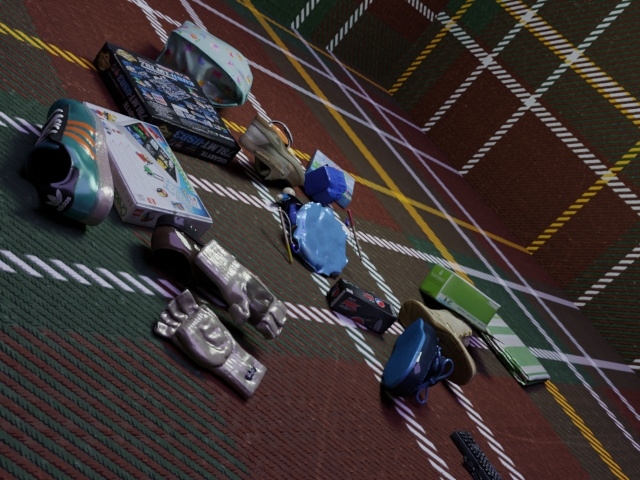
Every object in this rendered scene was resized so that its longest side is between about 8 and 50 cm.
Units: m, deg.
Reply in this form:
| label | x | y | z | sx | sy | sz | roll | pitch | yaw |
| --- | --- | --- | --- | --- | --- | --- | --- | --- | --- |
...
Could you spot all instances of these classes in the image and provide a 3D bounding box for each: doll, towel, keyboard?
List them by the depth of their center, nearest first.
| label | x | y | z | sx | sy | sz | roll | pitch | yaw |
| --- | --- | --- | --- | --- | --- | --- | --- | --- | --- |
| keyboard | 0.340 | 0.477 | 1.575 | 0.108 | 0.023 | 0.180 | 14 | 33 | -52 |
| doll | -0.066 | -0.078 | 1.909 | 0.129 | 0.046 | 0.189 | 30 | 24 | -32 |
| towel | 0.562 | 0.308 | 2.307 | 0.325 | 0.038 | 0.247 | 51 | 21 | 27 |

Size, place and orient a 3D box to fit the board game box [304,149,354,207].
| label | x | y | z | sx | sy | sz | roll | pitch | yaw |
| --- | --- | --- | --- | --- | --- | --- | --- | --- | --- |
| board game box | 0.031 | -0.194 | 2.332 | 0.160 | 0.039 | 0.211 | 38 | 20 | -10 |

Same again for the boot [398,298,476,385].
| label | x | y | z | sx | sy | sz | roll | pitch | yaw |
| --- | --- | --- | --- | --- | --- | --- | --- | --- | --- |
| boot | 0.333 | 0.261 | 1.893 | 0.203 | 0.095 | 0.262 | 18 | 24 | -49 |

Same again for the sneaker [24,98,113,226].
| label | x | y | z | sx | sy | sz | roll | pitch | yaw |
| --- | --- | --- | --- | --- | --- | --- | --- | --- | --- |
| sneaker | -0.443 | -0.158 | 1.288 | 0.121 | 0.108 | 0.302 | 27 | 26 | -46 |

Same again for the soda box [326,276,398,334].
| label | x | y | z | sx | sy | sz | roll | pitch | yaw |
| --- | --- | --- | --- | --- | --- | --- | --- | --- | --- |
| soda box | 0.096 | 0.152 | 1.725 | 0.168 | 0.060 | 0.053 | 29 | 23 | -30 |

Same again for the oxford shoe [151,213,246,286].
| label | x | y | z | sx | sy | sz | roll | pitch | yaw |
| --- | --- | --- | --- | --- | --- | --- | --- | --- | --- |
| oxford shoe | -0.215 | 0.055 | 1.353 | 0.227 | 0.082 | 0.096 | 35 | 45 | -26 |

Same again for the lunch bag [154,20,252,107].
| label | x | y | z | sx | sy | sz | roll | pitch | yaw |
| --- | --- | --- | --- | --- | --- | --- | --- | --- | --- |
| lunch bag | -0.313 | -0.478 | 2.101 | 0.262 | 0.160 | 0.223 | 31 | 21 | -13 |

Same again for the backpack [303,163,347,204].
| label | x | y | z | sx | sy | sz | roll | pitch | yaw |
| --- | --- | --- | --- | --- | --- | --- | --- | --- | --- |
| backpack | 0.017 | -0.155 | 2.152 | 0.120 | 0.097 | 0.101 | 3 | 72 | -60 |

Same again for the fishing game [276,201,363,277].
| label | x | y | z | sx | sy | sz | roll | pitch | yaw |
| --- | --- | --- | --- | --- | --- | --- | --- | --- | --- |
| fishing game | 0.000 | 0.000 | 1.817 | 0.264 | 0.041 | 0.189 | -6 | 76 | -48 |

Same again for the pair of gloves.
| label | x | y | z | sx | sy | sz | roll | pitch | yaw |
| --- | --- | --- | --- | --- | --- | --- | --- | --- | --- |
| pair of gloves | -0.159 | 0.129 | 1.272 | 0.204 | 0.042 | 0.240 | 41 | 37 | -16 |

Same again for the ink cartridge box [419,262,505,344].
| label | x | y | z | sx | sy | sz | roll | pitch | yaw |
| --- | --- | --- | --- | --- | --- | --- | --- | --- | --- |
| ink cartridge box | 0.416 | 0.175 | 2.095 | 0.188 | 0.097 | 0.255 | 35 | -1 | -19 |

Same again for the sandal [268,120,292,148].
| label | x | y | z | sx | sy | sz | roll | pitch | yaw |
| --- | --- | --- | --- | --- | --- | --- | --- | --- | --- |
| sandal | -0.125 | -0.302 | 2.206 | 0.102 | 0.076 | 0.265 | 39 | 20 | -10 |

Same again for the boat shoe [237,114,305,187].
| label | x | y | z | sx | sy | sz | roll | pitch | yaw |
| --- | --- | --- | --- | --- | --- | --- | --- | --- | --- |
| boat shoe | -0.130 | -0.211 | 1.963 | 0.109 | 0.098 | 0.302 | 42 | -6 | 27 |

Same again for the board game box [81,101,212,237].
| label | x | y | z | sx | sy | sz | roll | pitch | yaw |
| --- | --- | --- | --- | --- | --- | --- | --- | --- | --- |
| board game box | -0.355 | -0.141 | 1.493 | 0.193 | 0.053 | 0.305 | 15 | 34 | -50 |

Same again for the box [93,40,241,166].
| label | x | y | z | sx | sy | sz | roll | pitch | yaw |
| --- | --- | --- | --- | --- | --- | --- | --- | --- | --- |
| box | -0.368 | -0.329 | 1.821 | 0.295 | 0.073 | 0.293 | 13 | 34 | -53 |

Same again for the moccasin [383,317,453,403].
| label | x | y | z | sx | sy | sz | roll | pitch | yaw |
| --- | --- | --- | --- | --- | --- | --- | --- | --- | --- |
| moccasin | 0.229 | 0.263 | 1.642 | 0.117 | 0.137 | 0.342 | 47 | 21 | 0 |
